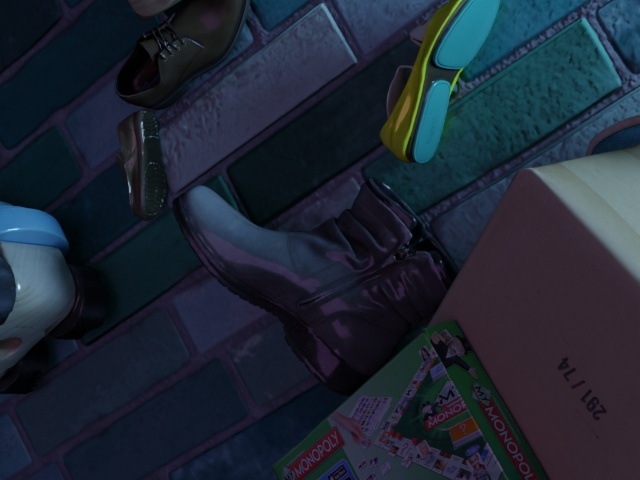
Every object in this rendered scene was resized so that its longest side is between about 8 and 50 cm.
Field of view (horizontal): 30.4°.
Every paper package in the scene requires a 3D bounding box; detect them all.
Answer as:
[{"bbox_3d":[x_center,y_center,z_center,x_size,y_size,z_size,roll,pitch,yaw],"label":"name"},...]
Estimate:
[{"bbox_3d":[0.272,0.126,1.072,0.325,0.168,0.309,52,136,28],"label":"paper package"}]

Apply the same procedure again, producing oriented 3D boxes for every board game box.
[{"bbox_3d":[0.084,0.248,1.167,0.317,0.046,0.213,-48,63,45],"label":"board game box"}]

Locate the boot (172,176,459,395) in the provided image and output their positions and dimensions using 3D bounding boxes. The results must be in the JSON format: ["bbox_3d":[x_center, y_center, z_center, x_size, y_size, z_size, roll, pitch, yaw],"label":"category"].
[{"bbox_3d":[0.000,0.000,1.425,0.338,0.118,0.223,43,110,6],"label":"boot"}]

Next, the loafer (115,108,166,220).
[{"bbox_3d":[-0.239,-0.098,1.561,0.050,0.056,0.148,-6,82,28],"label":"loafer"}]

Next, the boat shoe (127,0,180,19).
[{"bbox_3d":[-0.127,-0.387,1.415,0.341,0.121,0.110,-26,117,28],"label":"boat shoe"}]

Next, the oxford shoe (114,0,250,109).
[{"bbox_3d":[-0.175,-0.249,1.488,0.227,0.096,0.083,-46,73,22],"label":"oxford shoe"}]

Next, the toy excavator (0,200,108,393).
[{"bbox_3d":[-0.562,0.024,1.679,0.433,0.222,0.445,-40,63,25],"label":"toy excavator"}]

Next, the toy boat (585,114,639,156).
[{"bbox_3d":[0.386,-0.068,1.112,0.267,0.148,0.318,35,124,21],"label":"toy boat"}]

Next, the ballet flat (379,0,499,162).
[{"bbox_3d":[0.126,-0.201,1.353,0.077,0.077,0.231,36,113,38],"label":"ballet flat"}]
